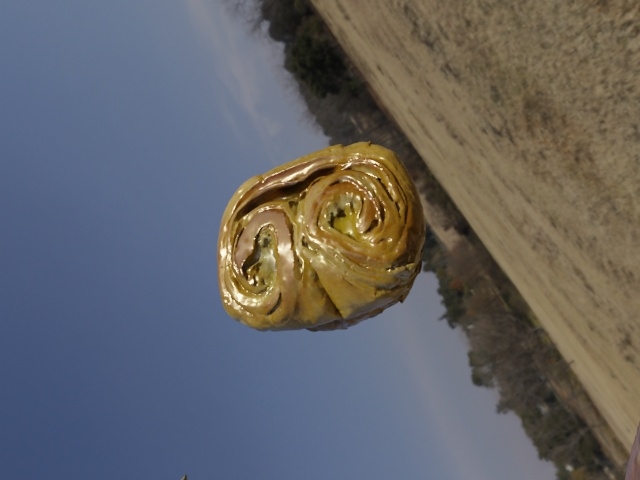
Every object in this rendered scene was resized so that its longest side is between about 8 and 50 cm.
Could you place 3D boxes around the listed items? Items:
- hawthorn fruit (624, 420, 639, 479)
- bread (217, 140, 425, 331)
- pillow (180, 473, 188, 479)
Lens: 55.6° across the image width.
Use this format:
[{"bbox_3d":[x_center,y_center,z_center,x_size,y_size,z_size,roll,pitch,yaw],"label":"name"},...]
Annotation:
[{"bbox_3d":[0.417,0.152,0.407,0.403,0.402,0.403,53,-170,-13],"label":"hawthorn fruit"},{"bbox_3d":[-0.001,-0.002,0.660,0.120,0.236,0.198,47,-150,-55],"label":"bread"},{"bbox_3d":[-0.213,0.474,0.924,0.077,0.182,0.134,14,-156,-9],"label":"pillow"}]
